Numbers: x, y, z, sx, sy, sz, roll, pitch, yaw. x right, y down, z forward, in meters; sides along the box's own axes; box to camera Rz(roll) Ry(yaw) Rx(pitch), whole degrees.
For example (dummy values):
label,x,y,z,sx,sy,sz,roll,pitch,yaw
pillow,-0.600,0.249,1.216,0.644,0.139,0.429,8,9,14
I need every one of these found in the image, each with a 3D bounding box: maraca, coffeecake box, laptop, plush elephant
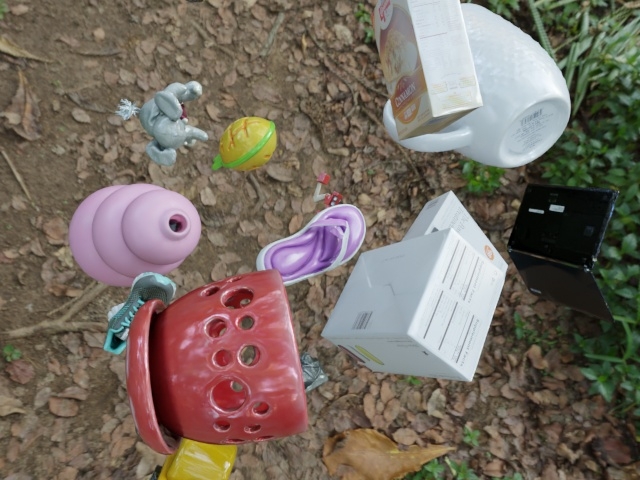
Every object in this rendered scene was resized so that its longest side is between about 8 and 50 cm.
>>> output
label,x,y,z,sx,sy,sz,roll,pitch,yaw
maraca,-0.161,-0.194,0.924,0.099,0.186,0.127,49,58,-29
coffeecake box,0.133,-0.242,0.593,0.068,0.142,0.185,-14,93,-6
laptop,0.565,0.019,1.025,0.137,0.234,0.264,14,95,-24
plush elephant,-0.540,-0.423,1.650,0.330,0.271,0.255,-12,46,-45

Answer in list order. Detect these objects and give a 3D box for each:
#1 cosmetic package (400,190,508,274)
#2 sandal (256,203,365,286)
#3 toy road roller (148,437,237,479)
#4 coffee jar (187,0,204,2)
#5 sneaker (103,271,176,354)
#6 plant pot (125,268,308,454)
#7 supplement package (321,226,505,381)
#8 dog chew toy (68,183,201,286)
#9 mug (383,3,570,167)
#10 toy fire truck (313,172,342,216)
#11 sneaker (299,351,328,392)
label,x,y,z,sx,sy,sz,roll,pitch,yaw
cosmetic package,0.335,0.081,1.168,0.284,0.098,0.377,51,46,-11
sandal,0.008,0.013,1.276,0.416,0.102,0.169,-33,95,-37
toy road roller,-0.318,0.607,1.067,0.203,0.329,0.240,26,94,-8
coffee jar,-0.222,-0.581,0.977,0.184,0.096,0.079,-33,85,-34
sneaker,-0.270,0.113,0.664,0.065,0.166,0.076,30,35,-24
plant pot,-0.115,0.137,0.516,0.174,0.191,0.190,-8,71,-7
supplement package,0.158,0.121,0.813,0.145,0.262,0.203,37,64,-17
dog chew toy,-0.338,-0.014,0.848,0.207,0.332,0.206,5,83,-42
mug,0.320,-0.305,0.987,0.375,0.276,0.328,-22,50,-6
toy fire truck,0.017,-0.179,1.915,0.135,0.047,0.191,29,93,27
sneaker,-0.082,0.472,1.564,0.228,0.087,0.130,-18,81,-43
